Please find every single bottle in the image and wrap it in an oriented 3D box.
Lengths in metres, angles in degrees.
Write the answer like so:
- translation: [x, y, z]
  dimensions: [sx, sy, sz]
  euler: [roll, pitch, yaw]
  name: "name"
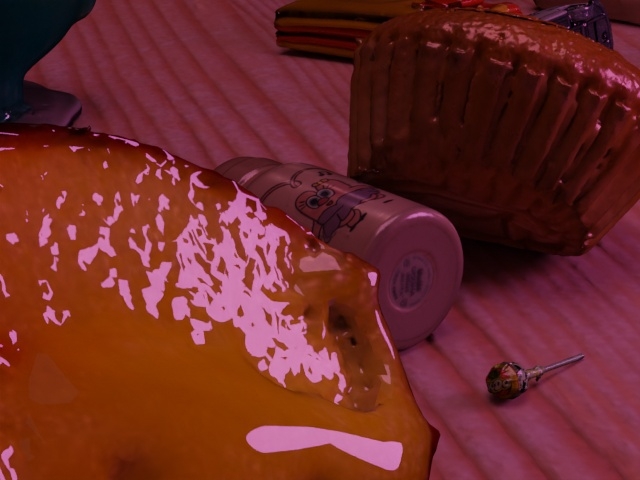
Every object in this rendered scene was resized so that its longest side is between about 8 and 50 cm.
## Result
- translation: [0.000, 0.000, 1.062]
  dimensions: [0.110, 0.097, 0.209]
  euler: [23, 1, -42]
  name: "bottle"

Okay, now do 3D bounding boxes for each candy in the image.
- translation: [0.134, 0.080, 0.950]
  dimensions: [0.083, 0.025, 0.023]
  euler: [-13, 51, -42]
  name: "candy"

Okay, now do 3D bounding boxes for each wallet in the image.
- translation: [0.085, -0.233, 1.629]
  dimensions: [0.241, 0.067, 0.141]
  euler: [11, 25, 32]
  name: "wallet"

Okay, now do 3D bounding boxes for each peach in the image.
- translation: [-0.111, 0.080, 0.683]
  dimensions: [0.338, 0.281, 0.281]
  euler: [-6, 23, -5]
  name: "peach"

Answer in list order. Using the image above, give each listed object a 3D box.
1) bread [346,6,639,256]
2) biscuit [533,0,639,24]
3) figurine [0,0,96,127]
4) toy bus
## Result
- translation: [0.130, -0.075, 1.094]
  dimensions: [0.239, 0.139, 0.240]
  euler: [16, -16, 5]
  name: "bread"
- translation: [0.319, -0.273, 1.706]
  dimensions: [0.188, 0.052, 0.056]
  euler: [15, 42, 40]
  name: "biscuit"
- translation: [-0.329, -0.272, 1.434]
  dimensions: [0.231, 0.340, 0.323]
  euler: [-10, 25, -15]
  name: "figurine"
- translation: [0.192, -0.168, 1.438]
  dimensions: [0.089, 0.087, 0.194]
  euler: [6, 24, 46]
  name: "toy bus"
